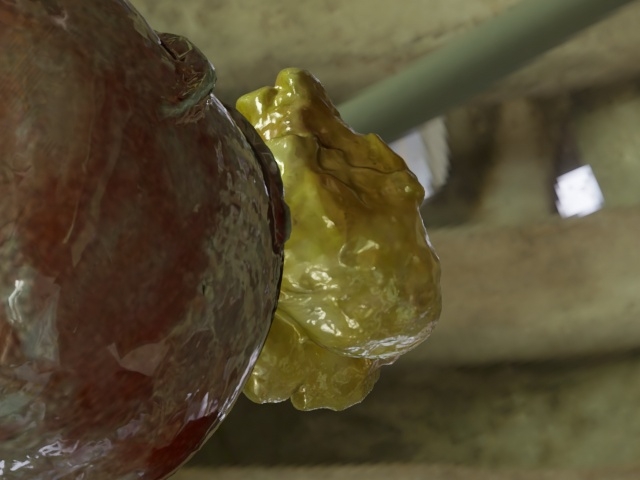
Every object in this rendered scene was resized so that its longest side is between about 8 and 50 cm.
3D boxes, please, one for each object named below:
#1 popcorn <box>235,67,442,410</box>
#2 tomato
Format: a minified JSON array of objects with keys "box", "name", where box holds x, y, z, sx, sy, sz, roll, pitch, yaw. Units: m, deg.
[{"box":[0.000,0.004,1.297,0.191,0.190,0.253,-59,-46,-56],"name":"popcorn"},{"box":[-0.169,-0.011,0.800,0.317,0.282,0.316,36,169,8],"name":"tomato"}]
